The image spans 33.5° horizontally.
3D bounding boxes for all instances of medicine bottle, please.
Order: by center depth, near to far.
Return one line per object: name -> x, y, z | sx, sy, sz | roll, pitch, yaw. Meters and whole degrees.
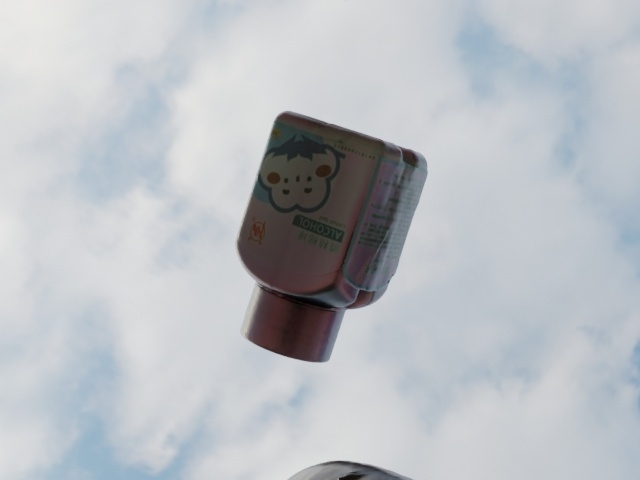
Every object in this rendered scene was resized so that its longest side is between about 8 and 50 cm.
medicine bottle -> 0.000, 0.000, 0.875 | 0.119, 0.094, 0.188 | 22, -83, 32

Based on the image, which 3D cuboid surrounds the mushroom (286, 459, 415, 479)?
mushroom -> 0.037, 0.214, 0.485 | 0.231, 0.194, 0.138 | 55, -136, -11
